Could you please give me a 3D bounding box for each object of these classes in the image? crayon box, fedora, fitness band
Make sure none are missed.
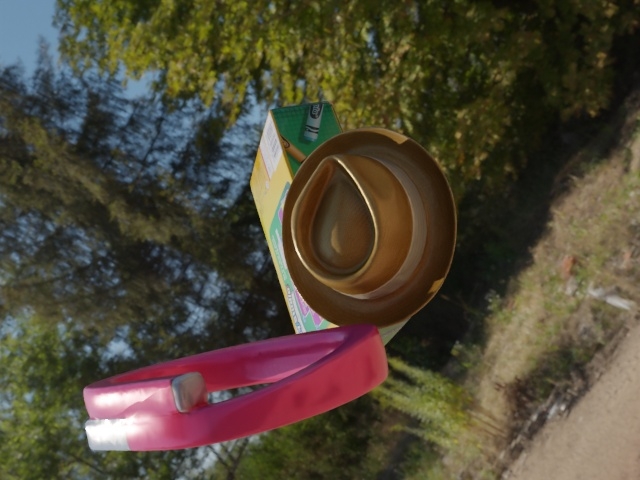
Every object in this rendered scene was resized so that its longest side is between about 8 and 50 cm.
[{"bbox_3d":[0.000,0.000,0.857,0.081,0.278,0.165,-11,-23,-19],"label":"crayon box"},{"bbox_3d":[0.029,-0.015,0.668,0.194,0.194,0.079,-63,-26,6],"label":"fedora"},{"bbox_3d":[-0.079,0.120,0.631,0.291,0.054,0.209,-15,-2,44],"label":"fitness band"}]
